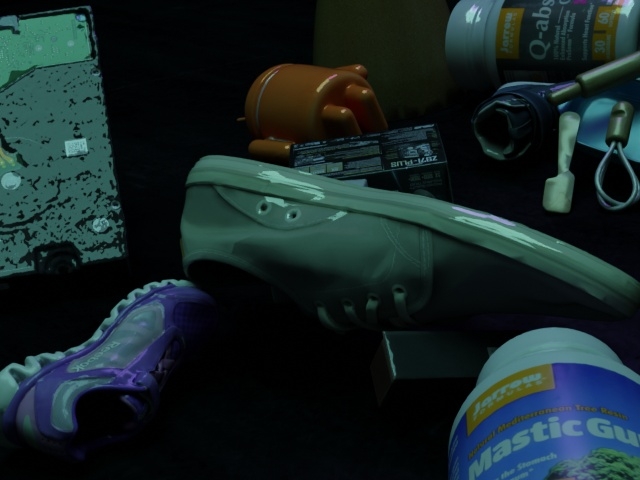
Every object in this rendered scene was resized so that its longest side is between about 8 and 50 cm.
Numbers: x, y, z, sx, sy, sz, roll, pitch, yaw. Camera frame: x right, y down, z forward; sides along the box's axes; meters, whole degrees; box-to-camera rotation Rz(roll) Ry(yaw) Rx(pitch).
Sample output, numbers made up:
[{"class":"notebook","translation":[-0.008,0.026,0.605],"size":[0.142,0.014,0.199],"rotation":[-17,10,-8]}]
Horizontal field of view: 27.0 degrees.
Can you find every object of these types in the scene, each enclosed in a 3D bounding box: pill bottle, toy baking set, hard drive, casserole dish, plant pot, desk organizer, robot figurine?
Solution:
[{"class":"pill bottle","translation":[0.321,-0.266,1.808],"size":[0.278,0.162,0.162],"rotation":[6,26,34]},{"class":"toy baking set","translation":[0.348,-0.126,1.494],"size":[0.256,0.030,0.197],"rotation":[-19,54,-3]},{"class":"hard drive","translation":[-0.351,-0.099,1.516],"size":[0.236,0.064,0.339],"rotation":[-10,66,-7]},{"class":"casserole dish","translation":[0.365,-0.129,1.535],"size":[0.188,0.037,0.114],"rotation":[20,61,23]},{"class":"plant pot","translation":[0.086,-0.327,1.935],"size":[0.237,0.254,0.237],"rotation":[-9,21,3]},{"class":"desk organizer","translation":[0.111,0.108,1.113],"size":[0.130,0.050,0.047],"rotation":[0,52,-17]},{"class":"pill bottle","translation":[0.155,0.162,0.826],"size":[0.152,0.152,0.272],"rotation":[-7,22,7]},{"class":"robot figurine","translation":[-0.011,-0.166,1.744],"size":[0.128,0.158,0.219],"rotation":[16,0,-43]}]

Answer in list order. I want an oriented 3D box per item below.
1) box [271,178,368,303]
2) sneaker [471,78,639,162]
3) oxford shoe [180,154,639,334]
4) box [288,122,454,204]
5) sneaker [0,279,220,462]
[{"class":"box","translation":[0.000,0.000,1.359],"size":[0.102,0.101,0.087],"rotation":[-4,22,9]},{"class":"sneaker","translation":[0.295,-0.151,1.623],"size":[0.226,0.086,0.163],"rotation":[-4,15,27]},{"class":"oxford shoe","translation":[0.061,0.026,1.167],"size":[0.449,0.130,0.169],"rotation":[12,-11,30]},{"class":"box","translation":[0.057,-0.066,1.531],"size":[0.180,0.078,0.147],"rotation":[-9,21,3]},{"class":"sneaker","translation":[-0.168,0.120,1.159],"size":[0.104,0.095,0.236],"rotation":[20,41,40]}]
